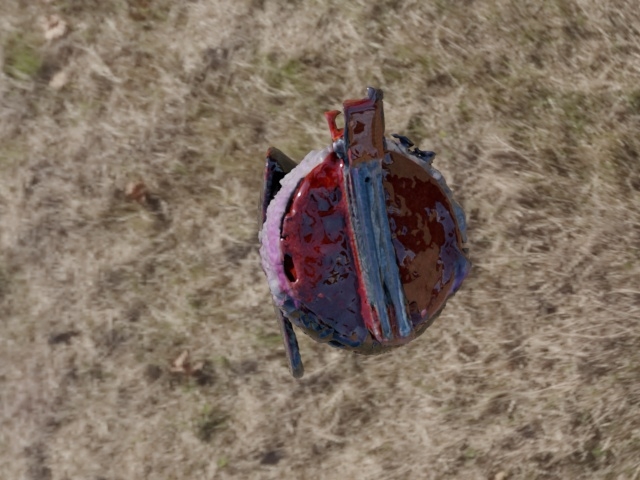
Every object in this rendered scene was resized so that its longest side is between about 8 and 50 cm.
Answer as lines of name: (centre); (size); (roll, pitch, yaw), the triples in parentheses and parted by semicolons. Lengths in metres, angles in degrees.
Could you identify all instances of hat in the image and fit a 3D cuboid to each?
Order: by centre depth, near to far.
hat: (-0.004, -0.001, 0.579); (0.140, 0.128, 0.227); (59, 161, -9)
